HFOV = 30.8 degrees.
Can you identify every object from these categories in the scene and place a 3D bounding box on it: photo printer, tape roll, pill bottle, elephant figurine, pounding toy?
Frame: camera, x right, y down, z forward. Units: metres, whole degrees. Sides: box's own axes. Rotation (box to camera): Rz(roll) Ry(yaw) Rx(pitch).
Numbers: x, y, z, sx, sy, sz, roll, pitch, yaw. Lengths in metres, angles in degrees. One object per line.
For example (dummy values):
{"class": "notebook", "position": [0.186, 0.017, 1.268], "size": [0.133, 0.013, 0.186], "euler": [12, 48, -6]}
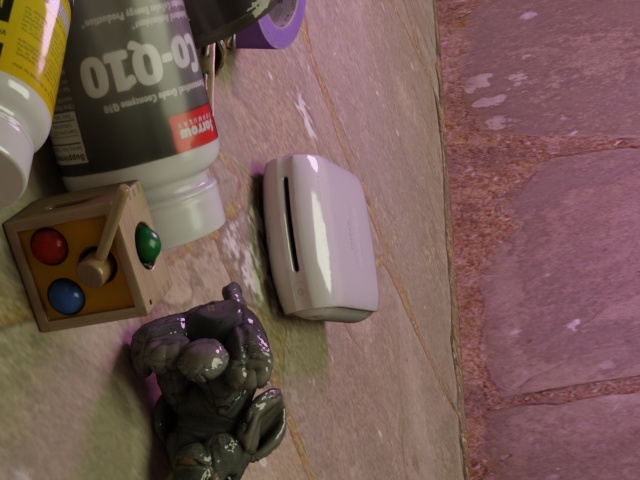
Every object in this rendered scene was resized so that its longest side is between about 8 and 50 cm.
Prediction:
{"class": "photo printer", "position": [0.000, 0.000, 1.820], "size": [0.307, 0.107, 0.256], "euler": [19, 62, -72]}
{"class": "tape roll", "position": [-0.092, -0.374, 1.696], "size": [0.189, 0.080, 0.188], "euler": [6, 90, -68]}
{"class": "pill bottle", "position": [-0.191, -0.136, 1.141], "size": [0.161, 0.161, 0.283], "euler": [-50, 128, -70]}
{"class": "elephant figurine", "position": [-0.120, 0.199, 1.265], "size": [0.169, 0.186, 0.239], "euler": [27, -52, 54]}
{"class": "pounding toy", "position": [-0.203, 0.008, 1.051], "size": [0.100, 0.141, 0.130], "euler": [-59, 137, -66]}
{"class": "pill bottle", "position": [-0.271, -0.135, 0.940], "size": [0.119, 0.119, 0.208], "euler": [59, 26, -52]}

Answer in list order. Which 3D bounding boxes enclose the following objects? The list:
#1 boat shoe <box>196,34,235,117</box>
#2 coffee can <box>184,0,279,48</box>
{"class": "boat shoe", "position": [-0.150, -0.198, 1.398], "size": [0.104, 0.089, 0.285], "euler": [108, -6, -53]}
{"class": "coffee can", "position": [-0.175, -0.371, 1.268], "size": [0.201, 0.202, 0.275], "euler": [-79, 154, -51]}
